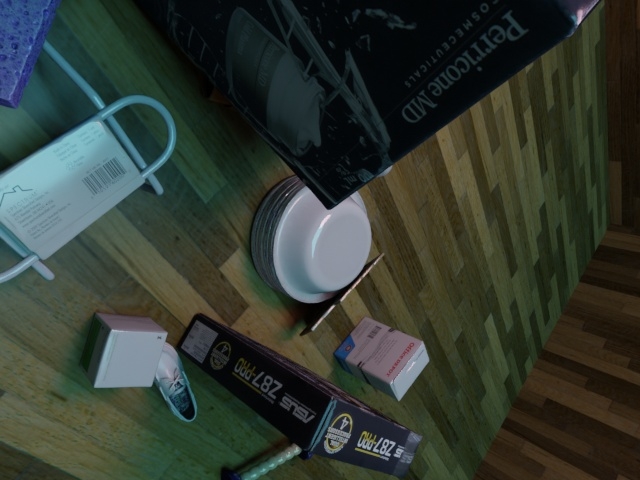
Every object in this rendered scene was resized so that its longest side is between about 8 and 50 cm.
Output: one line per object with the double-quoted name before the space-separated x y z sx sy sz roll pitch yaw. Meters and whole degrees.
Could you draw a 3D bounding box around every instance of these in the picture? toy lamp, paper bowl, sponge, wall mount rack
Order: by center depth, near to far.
"sponge" -0.398 -0.275 0.540 0.117 0.031 0.210 17 78 -15
"wall mount rack" -0.388 -0.122 0.598 0.350 0.130 0.304 -46 133 -24
"paper bowl" 0.000 0.000 0.987 0.284 0.148 0.284 -16 114 -39
"toy lamp" -0.107 0.537 1.099 0.274 0.080 0.080 -9 109 -41

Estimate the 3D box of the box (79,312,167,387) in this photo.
"box" -0.336 0.187 0.762 0.102 0.087 0.101 17 91 -45

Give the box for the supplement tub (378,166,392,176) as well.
"supplement tub" 0.106 -0.293 0.966 0.191 0.191 0.272 26 84 -45

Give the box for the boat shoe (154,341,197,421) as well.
"boat shoe" -0.284 0.274 0.855 0.066 0.063 0.184 -26 119 -36

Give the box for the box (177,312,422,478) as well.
"box" -0.047 0.289 0.855 0.318 0.395 0.097 39 73 -44

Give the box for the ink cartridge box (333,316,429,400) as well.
"ink cartridge box" 0.163 0.311 1.196 0.148 0.203 0.086 -44 128 -25

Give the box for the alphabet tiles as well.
"alphabet tiles" 0.043 0.134 1.059 0.009 0.198 0.237 44 67 1

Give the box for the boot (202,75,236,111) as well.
"boot" -0.102 -0.365 0.822 0.220 0.109 0.283 2 108 -40

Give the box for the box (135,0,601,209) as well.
"box" 0.025 -0.354 0.546 0.472 0.480 0.297 46 67 -5
